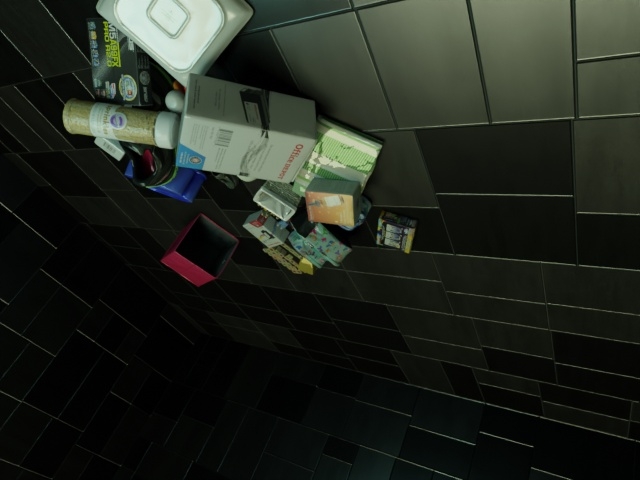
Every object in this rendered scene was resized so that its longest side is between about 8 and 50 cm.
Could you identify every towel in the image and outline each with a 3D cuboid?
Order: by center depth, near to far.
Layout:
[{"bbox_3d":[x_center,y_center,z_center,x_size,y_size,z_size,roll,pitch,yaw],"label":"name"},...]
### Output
[{"bbox_3d":[0.052,-0.246,1.637,0.248,0.038,0.324,24,134,3],"label":"towel"}]

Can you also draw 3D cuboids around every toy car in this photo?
[{"bbox_3d":[-0.424,-0.492,1.632,0.182,0.159,0.136,24,113,6],"label":"toy car"}]

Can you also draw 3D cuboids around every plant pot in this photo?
[{"bbox_3d":[-0.056,0.099,2.297,0.081,0.081,0.083,18,137,15],"label":"plant pot"}]

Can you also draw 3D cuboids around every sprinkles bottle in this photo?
[{"bbox_3d":[-0.662,-0.392,1.606,0.356,0.121,0.121,8,149,0],"label":"sprinkles bottle"}]

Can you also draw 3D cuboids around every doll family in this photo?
[{"bbox_3d":[-0.188,-0.121,2.069,0.193,0.075,0.111,33,145,-20],"label":"doll family"}]

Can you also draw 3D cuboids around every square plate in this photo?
[{"bbox_3d":[-0.423,-0.646,1.350,0.347,0.049,0.344,39,128,-21],"label":"square plate"}]

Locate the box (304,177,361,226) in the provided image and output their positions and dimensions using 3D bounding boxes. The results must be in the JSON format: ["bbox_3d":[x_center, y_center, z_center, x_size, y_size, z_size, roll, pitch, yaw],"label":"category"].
[{"bbox_3d":[0.045,-0.133,1.646,0.171,0.091,0.130,7,130,19],"label":"box"}]

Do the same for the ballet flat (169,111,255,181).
[{"bbox_3d":[-0.366,-0.364,1.764,0.400,0.139,0.139,36,150,-30],"label":"ballet flat"}]

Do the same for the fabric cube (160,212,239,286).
[{"bbox_3d":[-0.630,0.057,2.500,0.259,0.254,0.258,38,148,-19],"label":"fabric cube"}]

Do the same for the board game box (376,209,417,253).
[{"bbox_3d":[0.293,-0.032,1.851,0.141,0.048,0.170,17,148,13],"label":"board game box"}]

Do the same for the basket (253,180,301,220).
[{"bbox_3d":[-0.167,-0.176,1.931,0.167,0.103,0.113,34,149,-10],"label":"basket"}]

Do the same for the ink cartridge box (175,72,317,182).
[{"bbox_3d":[-0.241,-0.341,1.529,0.396,0.166,0.285,7,156,-20],"label":"ink cartridge box"}]

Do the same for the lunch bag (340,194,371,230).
[{"bbox_3d":[0.071,-0.136,1.826,0.219,0.090,0.176,33,152,-9],"label":"lunch bag"}]

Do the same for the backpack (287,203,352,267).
[{"bbox_3d":[0.000,0.000,1.963,0.254,0.191,0.225,32,-173,-22],"label":"backpack"}]

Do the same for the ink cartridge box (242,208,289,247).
[{"bbox_3d":[-0.250,-0.052,2.216,0.175,0.072,0.128,42,146,-24],"label":"ink cartridge box"}]

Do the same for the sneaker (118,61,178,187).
[{"bbox_3d":[-0.623,-0.408,1.742,0.186,0.202,0.482,12,120,15],"label":"sneaker"}]

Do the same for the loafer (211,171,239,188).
[{"bbox_3d":[-0.433,-0.302,1.961,0.096,0.084,0.267,5,144,32],"label":"loafer"}]

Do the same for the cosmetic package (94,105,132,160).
[{"bbox_3d":[-0.752,-0.437,1.855,0.117,0.231,0.086,40,147,-21],"label":"cosmetic package"}]

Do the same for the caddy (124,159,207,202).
[{"bbox_3d":[-0.660,-0.300,2.059,0.342,0.179,0.241,19,173,12],"label":"caddy"}]

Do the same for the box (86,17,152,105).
[{"bbox_3d":[-0.664,-0.591,1.582,0.217,0.060,0.269,12,112,25],"label":"box"}]

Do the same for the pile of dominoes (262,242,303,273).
[{"bbox_3d":[-0.166,0.103,2.422,0.251,0.040,0.196,38,148,-18],"label":"pile of dominoes"}]
